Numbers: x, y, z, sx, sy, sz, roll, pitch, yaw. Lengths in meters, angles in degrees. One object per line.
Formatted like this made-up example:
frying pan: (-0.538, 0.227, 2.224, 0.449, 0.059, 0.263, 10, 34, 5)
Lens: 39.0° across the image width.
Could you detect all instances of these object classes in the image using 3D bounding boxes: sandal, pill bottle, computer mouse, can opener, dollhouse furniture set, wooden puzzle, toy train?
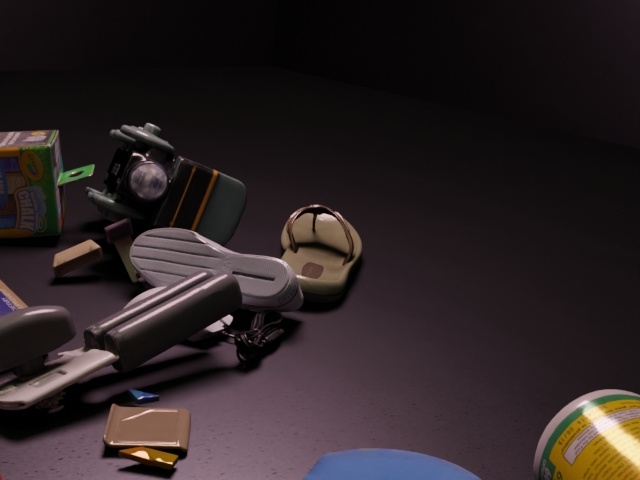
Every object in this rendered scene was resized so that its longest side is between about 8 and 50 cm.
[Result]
sandal: (0.001, 0.001, 1.248, 0.120, 0.086, 0.303, 5, 17, 0)
pill bottle: (0.245, 0.200, 0.630, 0.117, 0.118, 0.208, 0, 18, -15)
computer mouse: (-0.139, 0.084, 1.015, 0.193, 0.042, 0.106, 12, 19, 20)
can opener: (-0.198, 0.085, 0.878, 0.074, 0.093, 0.280, 6, 22, 45)
dollhouse furniture set: (-0.277, 0.044, 1.162, 0.114, 0.091, 0.081, -25, 70, -17)
wooden puzzle: (-0.152, 0.167, 0.797, 0.078, 0.014, 0.116, 9, 17, -1)
toy train: (-0.224, -0.074, 1.293, 0.190, 0.142, 0.334, 24, -2, -18)

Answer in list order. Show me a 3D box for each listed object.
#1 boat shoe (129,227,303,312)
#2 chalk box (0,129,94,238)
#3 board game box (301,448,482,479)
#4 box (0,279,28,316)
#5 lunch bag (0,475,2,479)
boat shoe: (-0.127, 0.049, 1.094, 0.226, 0.083, 0.076, 16, -23, 25)
chalk box: (-0.430, -0.082, 1.287, 0.213, 0.132, 0.132, -3, 17, -10)
board game box: (0.047, 0.209, 0.691, 0.133, 0.033, 0.168, 6, 11, 19)
box: (-0.395, 0.090, 0.879, 0.136, 0.036, 0.225, 36, 32, 28)
lunch bag: (-0.330, 0.167, 0.501, 0.293, 0.120, 0.258, -7, 44, -34)
